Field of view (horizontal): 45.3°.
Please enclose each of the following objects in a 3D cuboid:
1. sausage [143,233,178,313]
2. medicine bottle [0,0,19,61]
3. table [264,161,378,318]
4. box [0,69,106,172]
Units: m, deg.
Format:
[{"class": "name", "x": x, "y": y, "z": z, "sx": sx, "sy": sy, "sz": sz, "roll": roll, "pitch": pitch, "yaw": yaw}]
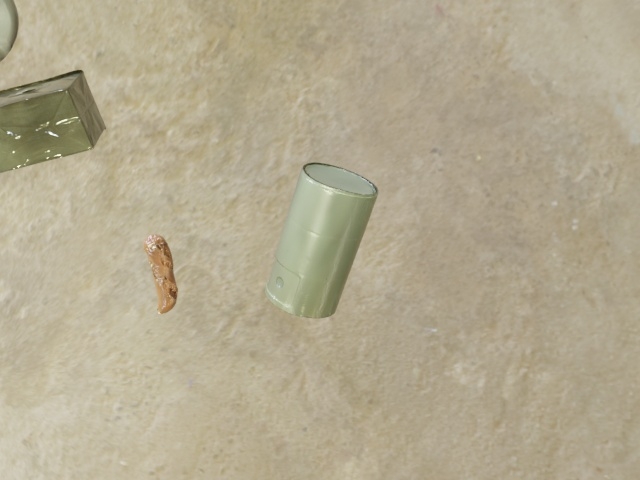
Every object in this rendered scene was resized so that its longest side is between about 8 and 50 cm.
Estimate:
[{"class": "sausage", "x": -0.255, "y": 0.056, "z": 1.232, "sx": 0.042, "sy": 0.158, "sz": 0.036, "roll": 2, "pitch": 39, "yaw": 2}, {"class": "medicine bottle", "x": -0.463, "y": -0.290, "z": 0.879, "sx": 0.110, "sy": 0.352, "sz": 0.110, "roll": -24, "pitch": 130, "yaw": -32}, {"class": "table", "x": 0.000, "y": 0.000, "z": 1.219, "sx": 0.126, "sy": 0.126, "sz": 0.220, "roll": 8, "pitch": 114, "yaw": -23}, {"class": "box", "x": -0.625, "y": -0.267, "z": 1.704, "sx": 0.231, "sy": 0.149, "sz": 0.155, "roll": -13, "pitch": 118, "yaw": 3}]
